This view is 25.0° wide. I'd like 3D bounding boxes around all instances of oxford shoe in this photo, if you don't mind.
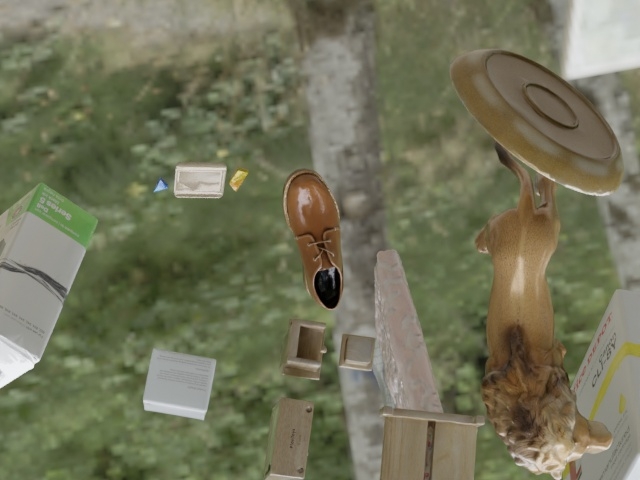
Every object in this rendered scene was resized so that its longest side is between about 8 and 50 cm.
[{"bbox_3d":[0.000,0.000,2.003,0.076,0.212,0.076,-17,-152,-5],"label":"oxford shoe"}]

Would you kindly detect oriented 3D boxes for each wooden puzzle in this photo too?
[{"bbox_3d":[-0.159,-0.082,1.920,0.116,0.014,0.078,4,146,-14],"label":"wooden puzzle"}]

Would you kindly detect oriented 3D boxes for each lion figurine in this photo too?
[{"bbox_3d":[0.245,0.077,1.732,0.142,0.392,0.240,-11,-176,8],"label":"lion figurine"}]

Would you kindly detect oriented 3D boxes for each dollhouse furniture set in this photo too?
[{"bbox_3d":[0.108,0.283,1.989,0.356,0.303,0.174,8,166,-5],"label":"dollhouse furniture set"}]

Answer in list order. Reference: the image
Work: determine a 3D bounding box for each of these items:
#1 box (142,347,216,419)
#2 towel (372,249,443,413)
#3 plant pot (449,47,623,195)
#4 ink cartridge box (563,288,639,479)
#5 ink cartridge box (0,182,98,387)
[{"bbox_3d":[-0.221,0.226,2.259,0.101,0.087,0.102,10,163,-3],"label":"box"},{"bbox_3d":[0.137,0.233,2.312,0.053,0.332,0.317,-10,144,-6],"label":"towel"},{"bbox_3d":[0.251,-0.143,1.621,0.236,0.236,0.032,-10,143,-51],"label":"plant pot"},{"bbox_3d":[0.479,0.301,2.156,0.160,0.279,0.384,15,-146,-3],"label":"ink cartridge box"},{"bbox_3d":[-0.466,0.078,2.156,0.115,0.273,0.198,36,137,-23],"label":"ink cartridge box"}]
